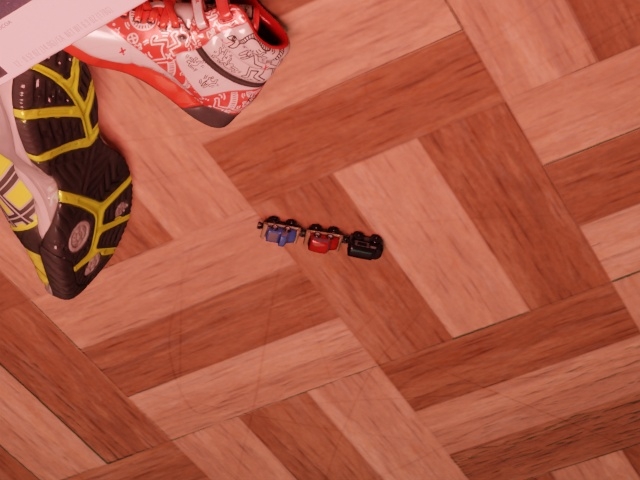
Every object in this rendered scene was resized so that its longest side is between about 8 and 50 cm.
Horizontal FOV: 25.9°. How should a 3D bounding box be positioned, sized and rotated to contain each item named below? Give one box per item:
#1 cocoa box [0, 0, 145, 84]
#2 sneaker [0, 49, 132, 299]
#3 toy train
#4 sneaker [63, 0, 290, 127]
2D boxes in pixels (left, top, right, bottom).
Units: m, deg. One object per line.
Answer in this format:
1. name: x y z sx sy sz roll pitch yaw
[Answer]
1. cocoa box: -0.309 -0.304 1.264 0.347 0.231 0.228 -25 130 22
2. sneaker: -0.317 -0.089 1.566 0.147 0.145 0.385 22 141 22
3. toy train: 0.000 0.000 1.693 0.158 0.036 0.027 10 133 -10
4. sneaker: -0.161 -0.230 1.438 0.270 0.090 0.145 28 127 -29
